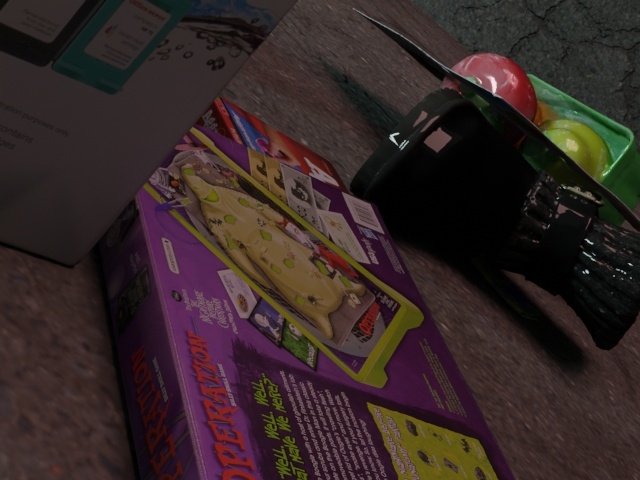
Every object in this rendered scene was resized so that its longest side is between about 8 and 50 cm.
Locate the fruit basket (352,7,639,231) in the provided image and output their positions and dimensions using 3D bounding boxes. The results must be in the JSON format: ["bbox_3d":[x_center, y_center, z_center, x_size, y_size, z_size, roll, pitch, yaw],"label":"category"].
[{"bbox_3d":[0.218,-0.131,1.428,0.353,0.165,0.327,26,12,-37],"label":"fruit basket"}]

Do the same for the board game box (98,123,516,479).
[{"bbox_3d":[-0.013,0.053,0.636,0.208,0.056,0.347,27,23,-31],"label":"board game box"}]

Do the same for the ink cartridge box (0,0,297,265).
[{"bbox_3d":[-0.138,-0.169,0.560,0.197,0.270,0.198,24,25,-46],"label":"ink cartridge box"}]

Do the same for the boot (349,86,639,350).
[{"bbox_3d":[0.196,-0.012,1.127,0.260,0.131,0.348,43,17,19],"label":"boot"}]

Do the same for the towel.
[{"bbox_3d":[0.189,0.048,1.213,0.083,0.009,0.060,52,18,29],"label":"towel"}]

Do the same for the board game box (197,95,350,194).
[{"bbox_3d":[0.000,0.000,0.879,0.145,0.027,0.281,29,21,-40],"label":"board game box"}]
